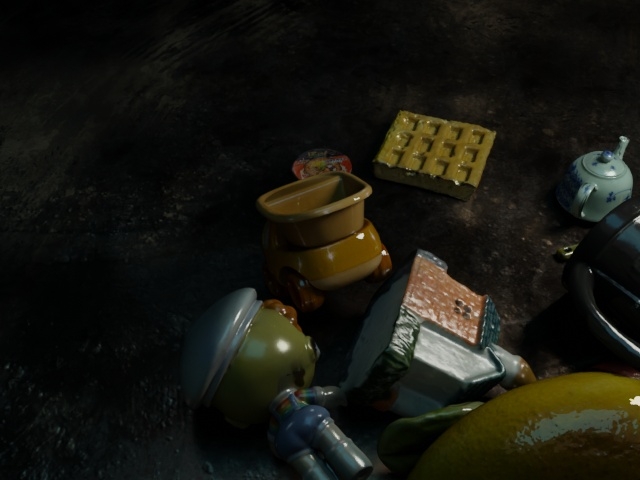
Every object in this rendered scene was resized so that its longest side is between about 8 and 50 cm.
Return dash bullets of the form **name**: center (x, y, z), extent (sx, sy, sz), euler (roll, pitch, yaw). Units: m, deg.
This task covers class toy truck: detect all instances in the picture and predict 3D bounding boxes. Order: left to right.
- **toy truck**: center (0.000, 0.000, 1.356), extent (0.204, 0.212, 0.288), euler (-21, 17, -18)

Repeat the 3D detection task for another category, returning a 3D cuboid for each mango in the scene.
- **mango**: center (0.320, 0.346, 1.030), extent (0.445, 0.301, 0.220), euler (-19, 16, 7)

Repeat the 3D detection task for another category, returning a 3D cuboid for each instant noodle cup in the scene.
- **instant noodle cup**: center (0.004, -0.106, 1.552), extent (0.127, 0.136, 0.127), euler (0, 45, 0)

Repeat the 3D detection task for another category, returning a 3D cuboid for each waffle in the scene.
- **waffle**: center (0.265, -0.204, 1.707), extent (0.247, 0.055, 0.221), euler (15, 47, 15)

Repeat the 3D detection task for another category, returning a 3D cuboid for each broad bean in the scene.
- **broad bean**: center (0.195, 0.311, 1.142), extent (0.206, 0.153, 0.072), euler (0, 29, -19)
- **broad bean**: center (0.514, 0.249, 1.244), extent (0.165, 0.084, 0.114), euler (-12, 44, -20)

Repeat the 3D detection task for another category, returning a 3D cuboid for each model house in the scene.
- **model house**: center (0.216, 0.204, 1.255), extent (0.300, 0.190, 0.271), euler (27, 43, -2)

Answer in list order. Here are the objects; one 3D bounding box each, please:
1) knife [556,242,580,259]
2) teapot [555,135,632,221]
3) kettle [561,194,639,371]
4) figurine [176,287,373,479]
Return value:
- **knife**: center (0.645, -0.020, 1.547), extent (0.343, 0.027, 0.061), euler (-13, 43, -13)
- **teapot**: center (0.595, -0.129, 1.571), extent (0.159, 0.159, 0.232), euler (29, 52, 25)
- **kettle**: center (0.592, 0.116, 1.270), extent (0.320, 0.228, 0.324), euler (-21, 52, -33)
- **figurine**: center (-0.066, 0.228, 1.152), extent (0.381, 0.205, 0.225), euler (29, 87, 31)
